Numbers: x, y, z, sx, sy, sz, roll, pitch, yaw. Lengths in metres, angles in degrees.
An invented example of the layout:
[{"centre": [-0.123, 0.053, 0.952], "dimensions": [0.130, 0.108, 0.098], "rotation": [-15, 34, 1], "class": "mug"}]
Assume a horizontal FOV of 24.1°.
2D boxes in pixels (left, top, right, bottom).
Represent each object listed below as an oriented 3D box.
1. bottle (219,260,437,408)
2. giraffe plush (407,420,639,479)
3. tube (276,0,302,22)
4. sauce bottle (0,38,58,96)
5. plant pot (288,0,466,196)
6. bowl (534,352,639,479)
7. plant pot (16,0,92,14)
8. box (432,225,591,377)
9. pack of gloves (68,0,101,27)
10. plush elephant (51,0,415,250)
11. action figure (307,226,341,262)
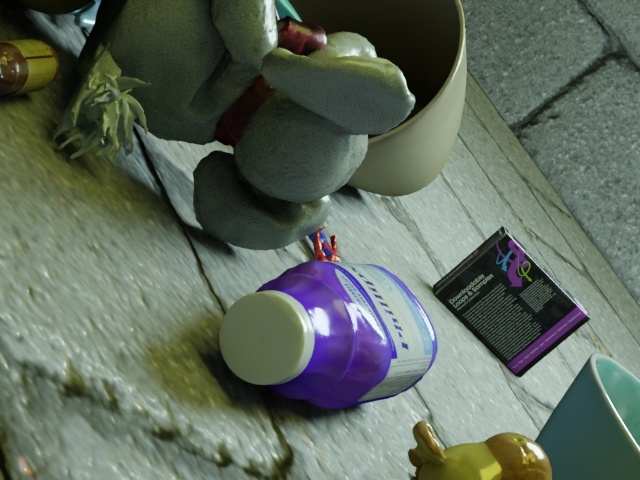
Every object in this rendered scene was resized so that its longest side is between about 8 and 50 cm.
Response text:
[{"centre": [0.007, 0.073, 1.184], "dimensions": [0.118, 0.092, 0.283], "rotation": [54, 15, 15], "class": "bottle"}, {"centre": [0.145, 0.221, 1.156], "dimensions": [0.210, 0.181, 0.170], "rotation": [-4, 33, -29], "class": "giraffe plush"}, {"centre": [-0.091, -0.289, 1.559], "dimensions": [0.207, 0.052, 0.080], "rotation": [43, 6, -15], "class": "tube"}, {"centre": [-0.230, -0.126, 1.092], "dimensions": [0.042, 0.042, 0.128], "rotation": [50, 14, 2], "class": "sauce bottle"}, {"centre": [0.062, -0.161, 1.728], "dimensions": [0.256, 0.256, 0.274], "rotation": [57, 0, 28], "class": "plant pot"}, {"centre": [0.289, 0.273, 1.373], "dimensions": [0.311, 0.163, 0.311], "rotation": [45, 14, -15], "class": "bowl"}, {"centre": [-0.227, -0.246, 1.278], "dimensions": [0.134, 0.134, 0.095], "rotation": [54, -15, 18], "class": "plant pot"}, {"centre": [0.230, 0.074, 1.803], "dimensions": [0.162, 0.116, 0.029], "rotation": [44, 13, -21], "class": "box"}, {"centre": [-0.231, -0.278, 1.430], "dimensions": [0.195, 0.046, 0.232], "rotation": [53, 38, 10], "class": "pack of gloves"}, {"centre": [-0.052, -0.142, 1.243], "dimensions": [0.255, 0.272, 0.330], "rotation": [31, 50, -18], "class": "plush elephant"}, {"centre": [0.000, 0.000, 1.490], "dimensions": [0.038, 0.030, 0.115], "rotation": [40, 18, -51], "class": "action figure"}]
